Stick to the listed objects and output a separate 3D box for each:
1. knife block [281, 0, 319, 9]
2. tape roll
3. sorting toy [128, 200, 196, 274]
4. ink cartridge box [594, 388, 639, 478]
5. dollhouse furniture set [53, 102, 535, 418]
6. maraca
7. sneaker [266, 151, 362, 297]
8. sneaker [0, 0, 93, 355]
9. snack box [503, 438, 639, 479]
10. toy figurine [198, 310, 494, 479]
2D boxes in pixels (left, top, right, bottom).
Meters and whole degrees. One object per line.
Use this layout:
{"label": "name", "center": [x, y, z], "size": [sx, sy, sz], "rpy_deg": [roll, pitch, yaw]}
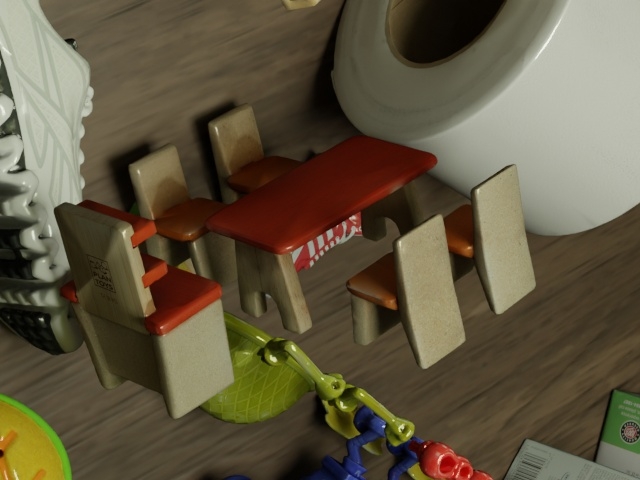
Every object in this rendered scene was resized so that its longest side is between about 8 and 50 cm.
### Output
{"label": "knife block", "center": [0.044, -0.282, 1.167], "size": [0.242, 0.276, 0.088], "rpy_deg": [-27, 116, 3]}
{"label": "tape roll", "center": [0.151, -0.146, 1.259], "size": [0.169, 0.246, 0.246], "rpy_deg": [30, 81, -36]}
{"label": "sorting toy", "center": [-0.122, 0.013, 1.235], "size": [0.062, 0.012, 0.083], "rpy_deg": [-46, 122, -20]}
{"label": "ink cartridge box", "center": [0.312, 0.258, 1.501], "size": [0.092, 0.160, 0.219], "rpy_deg": [14, 91, -36]}
{"label": "dollhouse furniture set", "center": [-0.036, -0.009, 1.112], "size": [0.259, 0.262, 0.135], "rpy_deg": [-32, 123, -35]}
{"label": "maraca", "center": [-0.255, 0.154, 1.118], "size": [0.185, 0.099, 0.127], "rpy_deg": [13, 89, -11]}
{"label": "sneaker", "center": [0.000, 0.000, 1.302], "size": [0.067, 0.042, 0.118], "rpy_deg": [33, 77, -32]}
{"label": "sneaker", "center": [-0.192, -0.065, 1.120], "size": [0.118, 0.110, 0.292], "rpy_deg": [-30, 115, -38]}
{"label": "snack box", "center": [0.171, 0.333, 1.397], "size": [0.060, 0.187, 0.322], "rpy_deg": [38, 77, -34]}
{"label": "toy figurine", "center": [-0.001, 0.223, 1.262], "size": [0.362, 0.191, 0.217], "rpy_deg": [36, 82, -33]}
